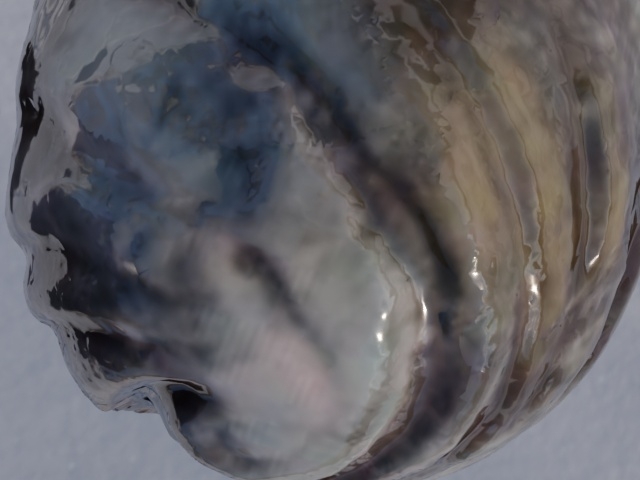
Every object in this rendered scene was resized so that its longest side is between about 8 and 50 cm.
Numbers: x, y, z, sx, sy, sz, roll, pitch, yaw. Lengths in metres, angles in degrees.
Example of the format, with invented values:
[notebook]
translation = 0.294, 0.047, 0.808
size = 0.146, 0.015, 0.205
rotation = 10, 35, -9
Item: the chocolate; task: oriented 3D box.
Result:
[chocolate]
translation = 0.000, 0.000, 0.753
size = 0.303, 0.213, 0.303
rotation = 9, 138, 8
